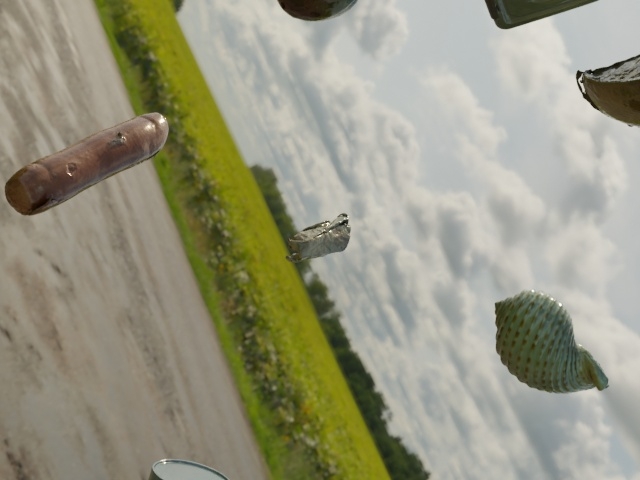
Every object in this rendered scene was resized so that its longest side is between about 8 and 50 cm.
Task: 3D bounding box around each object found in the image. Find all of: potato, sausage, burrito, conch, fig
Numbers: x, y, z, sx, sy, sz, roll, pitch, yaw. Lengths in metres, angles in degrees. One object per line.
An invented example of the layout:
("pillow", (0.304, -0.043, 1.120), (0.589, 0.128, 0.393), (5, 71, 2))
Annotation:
("potato", (0.411, -0.161, 0.985), (0.120, 0.261, 0.100), (59, 22, -22))
("sausage", (-0.421, -0.151, 1.797), (0.419, 0.094, 0.094), (-39, 116, -54))
("burrito", (0.000, 0.000, 1.469), (0.149, 0.041, 0.055), (-23, 106, -51))
("conch", (0.273, 0.131, 1.168), (0.153, 0.102, 0.135), (60, 19, 11))
("fig", (0.011, -0.362, 1.340), (0.103, 0.155, 0.109), (58, 25, -66))

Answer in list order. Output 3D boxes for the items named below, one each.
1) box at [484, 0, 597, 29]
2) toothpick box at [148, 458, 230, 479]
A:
("box", (0.318, -0.393, 1.387), (0.124, 0.172, 0.092), (48, 32, -58))
("toothpick box", (-0.170, 0.347, 1.121), (0.101, 0.101, 0.153), (-127, -125, -82))
